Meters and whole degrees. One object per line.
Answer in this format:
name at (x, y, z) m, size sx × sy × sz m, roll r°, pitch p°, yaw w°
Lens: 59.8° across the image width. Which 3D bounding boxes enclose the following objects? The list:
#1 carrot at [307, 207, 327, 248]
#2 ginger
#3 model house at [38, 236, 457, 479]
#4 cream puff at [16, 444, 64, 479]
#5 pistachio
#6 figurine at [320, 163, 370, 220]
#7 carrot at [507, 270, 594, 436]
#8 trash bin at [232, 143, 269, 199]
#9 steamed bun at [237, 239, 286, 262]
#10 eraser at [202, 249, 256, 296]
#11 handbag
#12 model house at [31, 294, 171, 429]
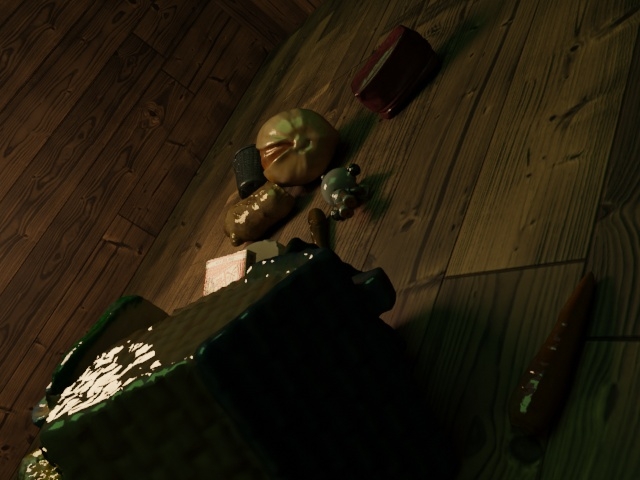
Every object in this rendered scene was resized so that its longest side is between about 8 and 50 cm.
carrot at (0.000, 0.000, 1.328) m, size 0.049 × 0.049 × 0.254 m, roll -44°, pitch 29°, yaw 23°
ginger at (-0.196, -0.083, 1.705) m, size 0.354 × 0.126 × 0.190 m, roll -31°, pitch 27°, yaw 46°
model house at (-0.030, 0.209, 0.768) m, size 0.399 × 0.395 × 0.445 m, roll -31°, pitch 11°, yaw 12°
cream puff at (-0.462, 0.559, 1.174) m, size 0.378 × 0.275 × 0.379 m, roll 16°, pitch 110°, yaw 52°
pistachio at (-0.069, -0.272, 1.637) m, size 0.308 × 0.229 × 0.230 m, roll -11°, pitch 48°, yaw 63°
figurine at (0.058, -0.110, 1.309) m, size 0.197 × 0.093 × 0.147 m, roll -122°, pitch 47°, yaw -57°
carrot at (0.273, 0.124, 0.638) m, size 0.216 × 0.048 × 0.048 m, roll -57°, pitch 23°, yaw -17°
trash bin at (-0.220, -0.212, 1.905) m, size 0.175 × 0.175 × 0.161 m, roll -38°, pitch 39°, yaw 33°
steamed bun at (-0.147, 0.087, 1.384) m, size 0.182 × 0.106 × 0.183 m, roll -21°, pitch 43°, yaw 20°
eraser at (-0.219, 0.147, 1.295) m, size 0.157 × 0.038 × 0.231 m, roll -15°, pitch 63°, yaw 40°
handbag at (0.191, -0.435, 1.444) m, size 0.225 × 0.135 × 0.146 m, roll -49°, pitch 24°, yaw 22°
model house at (-0.558, 0.398, 1.500) m, size 0.342 × 0.334 × 0.382 m, roll -40°, pitch 18°, yaw 27°
